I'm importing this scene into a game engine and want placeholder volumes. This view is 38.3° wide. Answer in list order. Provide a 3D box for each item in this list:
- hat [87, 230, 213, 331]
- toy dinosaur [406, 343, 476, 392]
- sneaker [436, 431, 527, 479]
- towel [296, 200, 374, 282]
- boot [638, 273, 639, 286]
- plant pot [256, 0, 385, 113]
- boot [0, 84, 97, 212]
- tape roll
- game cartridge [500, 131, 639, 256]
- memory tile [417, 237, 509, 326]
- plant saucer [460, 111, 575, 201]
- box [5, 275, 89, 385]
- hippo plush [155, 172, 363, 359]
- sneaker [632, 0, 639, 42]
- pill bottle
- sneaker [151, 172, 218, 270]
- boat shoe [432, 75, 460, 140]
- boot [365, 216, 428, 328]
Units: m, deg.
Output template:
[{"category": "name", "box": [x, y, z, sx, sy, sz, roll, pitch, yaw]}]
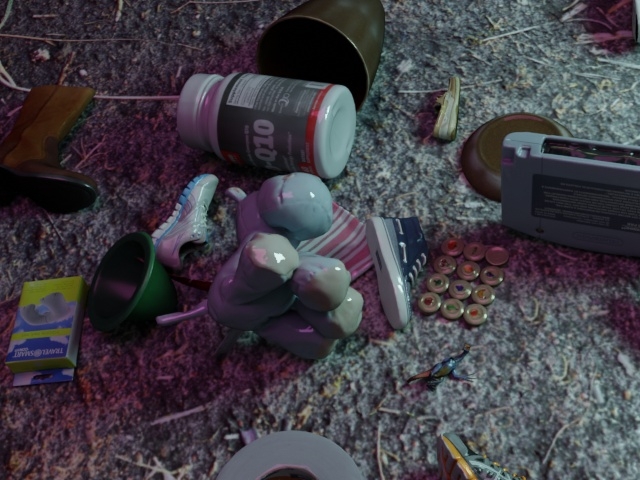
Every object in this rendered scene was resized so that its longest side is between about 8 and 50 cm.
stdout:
[{"category": "hat", "box": [-0.252, 0.099, 1.510, 0.208, 0.183, 0.173, 19, 82, 54]}, {"category": "toy dinosaur", "box": [0.181, 0.179, 1.341, 0.090, 0.047, 0.082, 12, 39, 33]}, {"category": "sneaker", "box": [0.231, 0.331, 1.201, 0.083, 0.084, 0.215, -27, 56, -23]}, {"category": "towel", "box": [0.000, 0.000, 1.517, 0.144, 0.029, 0.197, -41, 56, -15]}, {"category": "boot", "box": [0.589, 0.077, 1.293, 0.176, 0.088, 0.244, -41, 64, -17]}, {"category": "plant pot", "box": [0.028, -0.366, 1.683, 0.215, 0.215, 0.230, 12, 44, 20]}, {"category": "boot", "box": [-0.493, -0.182, 1.748, 0.264, 0.096, 0.280, 2, 48, 23]}, {"category": "tape roll", "box": [-0.040, 0.370, 1.232, 0.219, 0.072, 0.219, -6, 53, 8]}, {"category": "game cartridge", "box": [0.416, -0.061, 1.357, 0.297, 0.198, 0.062, 11, 58, 19]}, {"category": "memory tile", "box": [0.223, 0.062, 1.431, 0.113, 0.012, 0.148, 14, 59, 22]}, {"category": "plant saucer", "box": [0.334, -0.149, 1.543, 0.198, 0.036, 0.199, -6, 54, 8]}, {"category": "box", "box": [-0.447, 0.146, 1.507, 0.109, 0.042, 0.178, -7, 53, 9]}, {"category": "hippo plush", "box": [-0.053, 0.033, 1.406, 0.294, 0.234, 0.237, -34, 32, 41]}, {"category": "sneaker", "box": [0.682, -0.479, 1.639, 0.236, 0.130, 0.323, 2, 50, 20]}, {"category": "pill bottle", "box": [-0.095, -0.206, 1.605, 0.283, 0.161, 0.161, 11, 58, 20]}, {"category": "sneaker", "box": [-0.215, -0.027, 1.569, 0.083, 0.071, 0.191, 24, 71, 20]}, {"category": "boat shoe", "box": [0.222, -0.236, 1.622, 0.045, 0.050, 0.135, 5, 56, 10]}, {"category": "boot", "box": [0.133, 0.044, 1.433, 0.086, 0.069, 0.190, -4, 65, -17]}]
